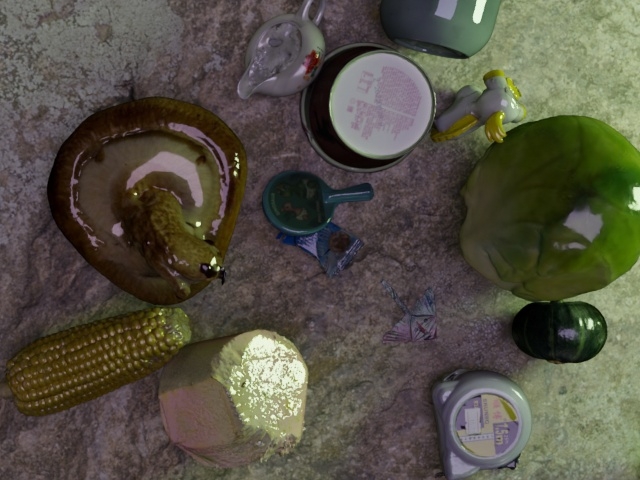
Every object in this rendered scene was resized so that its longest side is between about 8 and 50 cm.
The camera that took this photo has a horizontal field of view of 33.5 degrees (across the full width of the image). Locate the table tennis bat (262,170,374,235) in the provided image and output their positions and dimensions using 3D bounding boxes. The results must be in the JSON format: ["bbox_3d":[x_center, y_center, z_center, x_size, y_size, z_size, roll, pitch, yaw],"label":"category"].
[{"bbox_3d":[-0.003,-0.071,1.860,0.201,0.033,0.124,-10,69,-13],"label":"table tennis bat"}]

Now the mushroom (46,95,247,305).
[{"bbox_3d":[-0.265,-0.068,1.722,0.346,0.259,0.345,-1,98,-4],"label":"mushroom"}]

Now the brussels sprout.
[{"bbox_3d":[0.409,-0.048,1.823,0.344,0.268,0.344,-9,72,29],"label":"brussels sprout"}]

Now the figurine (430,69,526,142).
[{"bbox_3d":[0.265,-0.222,1.844,0.109,0.178,0.129,50,55,-32],"label":"figurine"}]

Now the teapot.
[{"bbox_3d":[-0.054,-0.322,1.806,0.145,0.092,0.226,30,89,28],"label":"teapot"}]

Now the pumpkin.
[{"bbox_3d":[0.425,0.158,1.880,0.167,0.167,0.125,21,82,-9],"label":"pumpkin"}]

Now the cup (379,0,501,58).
[{"bbox_3d":[0.219,-0.475,1.786,0.206,0.205,0.312,14,93,-8],"label":"cup"}]

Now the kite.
[{"bbox_3d":[0.155,0.132,1.923,0.152,0.005,0.137,41,88,-8],"label":"kite"}]

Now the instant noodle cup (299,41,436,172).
[{"bbox_3d":[0.090,-0.226,1.800,0.235,0.178,0.234,-1,96,-8],"label":"instant noodle cup"}]

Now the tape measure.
[{"bbox_3d":[0.290,0.327,1.911,0.178,0.105,0.196,-3,93,0],"label":"tape measure"}]

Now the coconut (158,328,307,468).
[{"bbox_3d":[-0.149,0.270,1.781,0.233,0.245,0.233,15,66,-36],"label":"coconut"}]

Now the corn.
[{"bbox_3d":[-0.381,0.200,1.770,0.347,0.130,0.130,-19,97,11],"label":"corn"}]

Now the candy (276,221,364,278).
[{"bbox_3d":[-0.001,0.000,1.877,0.136,0.038,0.088,36,78,-7],"label":"candy"}]
